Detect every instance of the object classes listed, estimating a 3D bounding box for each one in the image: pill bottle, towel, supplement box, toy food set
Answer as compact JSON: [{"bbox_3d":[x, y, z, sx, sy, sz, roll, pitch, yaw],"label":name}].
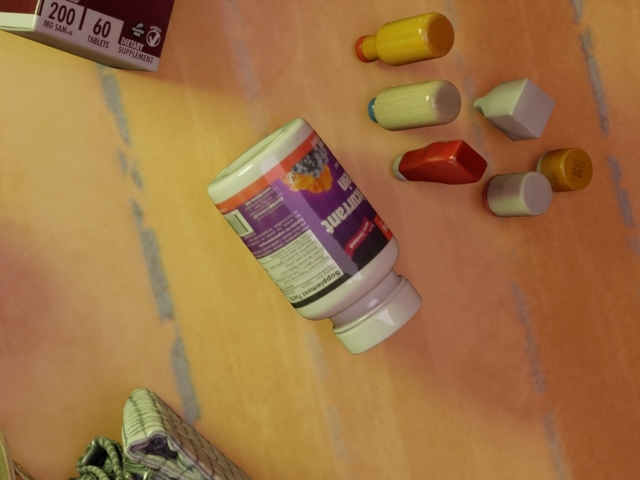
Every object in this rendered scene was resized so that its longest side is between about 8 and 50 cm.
[{"bbox_3d":[0.000,0.000,1.675,0.108,0.108,0.193,-39,100,-11],"label":"pill bottle"},{"bbox_3d":[-0.081,0.263,1.596,0.283,0.235,0.121,43,87,-11],"label":"towel"},{"bbox_3d":[-0.175,-0.273,1.624,0.130,0.073,0.239,16,86,-39],"label":"supplement box"},{"bbox_3d":[0.126,-0.097,1.730,0.232,0.104,0.111,36,68,-30],"label":"toy food set"}]

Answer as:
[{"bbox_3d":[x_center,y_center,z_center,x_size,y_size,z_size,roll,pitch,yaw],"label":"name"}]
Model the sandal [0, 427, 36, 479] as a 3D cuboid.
[{"bbox_3d":[-0.253,0.254,1.645,0.079,0.088,0.240,-13,102,-45],"label":"sandal"}]
